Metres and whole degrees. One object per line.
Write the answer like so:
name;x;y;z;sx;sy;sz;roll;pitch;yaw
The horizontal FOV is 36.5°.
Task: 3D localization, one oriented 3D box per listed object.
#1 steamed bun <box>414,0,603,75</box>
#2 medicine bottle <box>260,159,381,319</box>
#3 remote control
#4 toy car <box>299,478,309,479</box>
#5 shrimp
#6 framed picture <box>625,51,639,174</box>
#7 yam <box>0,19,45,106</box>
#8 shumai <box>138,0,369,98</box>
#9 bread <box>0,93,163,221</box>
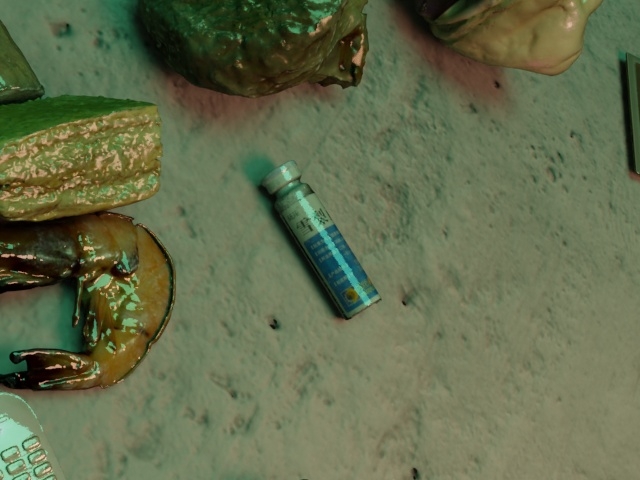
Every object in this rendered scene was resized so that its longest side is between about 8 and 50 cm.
steamed bun;0.233;-0.379;1.293;0.206;0.275;0.319;-3;68;-24
medicine bottle;0.000;0.000;1.110;0.051;0.051;0.191;-29;86;-37
remote control;-0.253;0.242;0.849;0.073;0.044;0.229;-24;91;-34
toy car;-0.016;0.346;0.876;0.193;0.118;0.301;38;35;17
shrimp;-0.263;0.062;0.916;0.289;0.075;0.178;-4;73;-47
framed picture;0.606;-0.159;1.579;0.296;0.019;0.232;19;60;-24
yam;-0.363;-0.197;0.941;0.107;0.107;0.194;-37;90;-38
shumai;-0.065;-0.239;1.133;0.261;0.222;0.225;-13;59;2
bread;-0.257;-0.078;0.913;0.196;0.138;0.102;-18;112;-45
